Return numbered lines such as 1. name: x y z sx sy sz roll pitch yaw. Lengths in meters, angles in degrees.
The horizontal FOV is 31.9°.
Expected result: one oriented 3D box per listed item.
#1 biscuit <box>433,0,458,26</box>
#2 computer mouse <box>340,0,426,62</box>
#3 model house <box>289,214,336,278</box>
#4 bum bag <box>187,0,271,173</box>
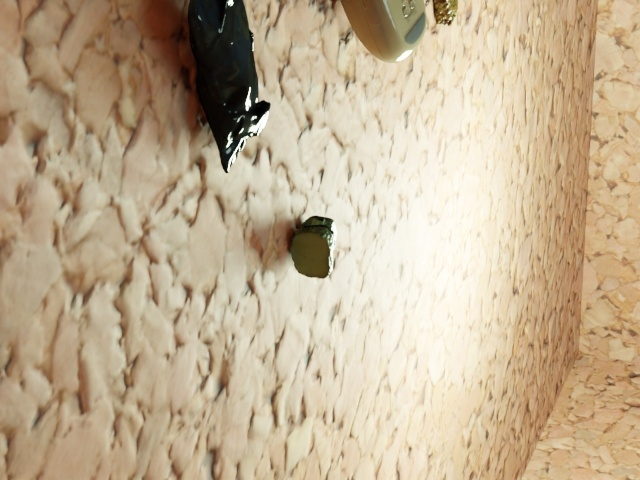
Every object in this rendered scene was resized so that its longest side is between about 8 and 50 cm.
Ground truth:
1. biscuit: 0.219 -0.479 1.981 0.064 0.034 0.199 -57 146 -43
2. computer mouse: 0.083 -0.374 1.629 0.145 0.082 0.236 -56 134 -40
3. model house: 0.000 0.000 1.590 0.083 0.066 0.078 -54 146 -50
4. bum bag: -0.107 -0.203 1.258 0.310 0.074 0.137 78 18 -50
